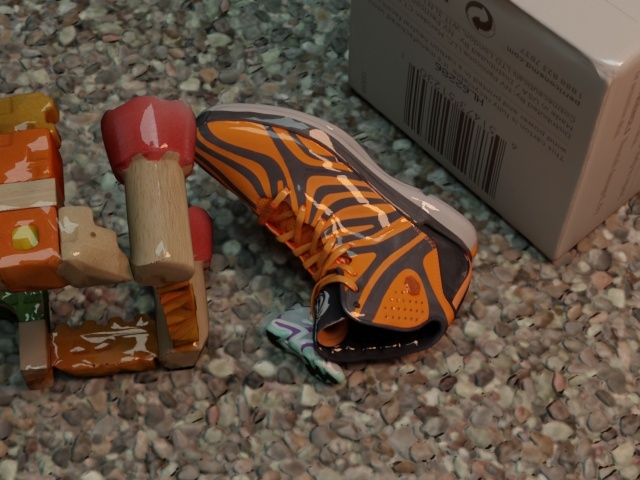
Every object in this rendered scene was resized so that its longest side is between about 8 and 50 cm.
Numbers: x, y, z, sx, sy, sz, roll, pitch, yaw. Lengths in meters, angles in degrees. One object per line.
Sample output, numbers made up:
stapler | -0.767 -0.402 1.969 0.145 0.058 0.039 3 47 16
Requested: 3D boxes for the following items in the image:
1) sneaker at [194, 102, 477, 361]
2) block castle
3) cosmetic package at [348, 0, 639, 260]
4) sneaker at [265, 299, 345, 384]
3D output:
sneaker | 0.000 0.000 1.317 0.321 0.124 0.180 27 55 -8
block castle | -0.329 0.001 1.270 0.453 0.303 0.212 -7 65 -3
cosmetic package | 0.277 -0.268 1.406 0.394 0.327 0.329 -39 66 -21
sneaker | 0.001 0.094 1.360 0.098 0.038 0.069 37 67 20
